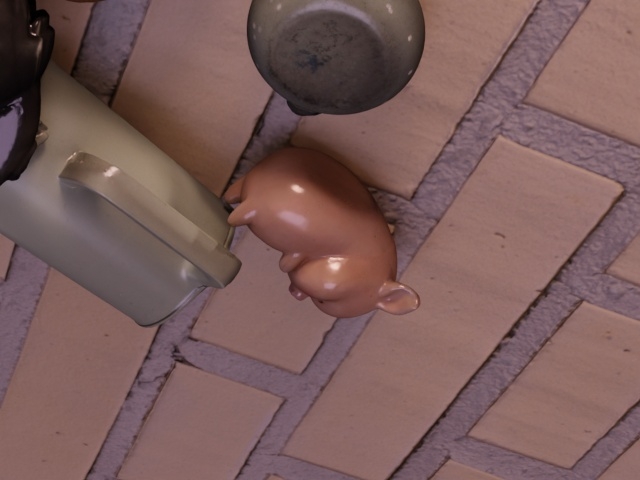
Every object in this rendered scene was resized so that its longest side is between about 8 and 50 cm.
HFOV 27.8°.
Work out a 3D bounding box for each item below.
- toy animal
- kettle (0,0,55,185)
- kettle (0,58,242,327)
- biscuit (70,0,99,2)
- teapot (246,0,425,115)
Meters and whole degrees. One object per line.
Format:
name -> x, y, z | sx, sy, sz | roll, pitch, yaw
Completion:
toy animal -> 0.004, -0.008, 1.606 | 0.154, 0.166, 0.250 | -32, 120, 14
kettle -> -0.438, -0.179, 1.338 | 0.324, 0.228, 0.321 | -1, 108, -6
kettle -> -0.260, -0.061, 1.554 | 0.265, 0.205, 0.318 | -25, 125, 40
biscuit -> -0.200, -0.372, 1.212 | 0.314, 0.063, 0.367 | -29, 150, -18
teapot -> 0.018, -0.232, 1.403 | 0.193, 0.129, 0.294 | 18, 132, -8
